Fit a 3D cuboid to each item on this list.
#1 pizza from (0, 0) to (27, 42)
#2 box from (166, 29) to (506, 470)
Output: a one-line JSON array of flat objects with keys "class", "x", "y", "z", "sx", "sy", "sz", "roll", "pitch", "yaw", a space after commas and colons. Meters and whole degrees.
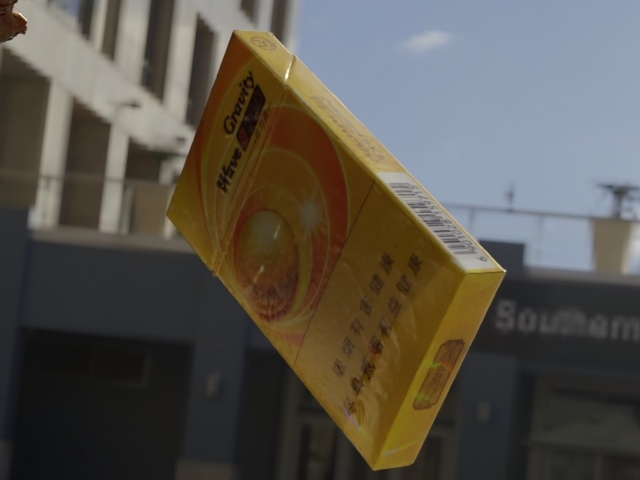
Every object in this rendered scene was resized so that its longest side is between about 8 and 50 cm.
[{"class": "pizza", "x": -0.293, "y": -0.135, "z": 0.956, "sx": 0.288, "sy": 0.074, "sz": 0.251, "roll": 21, "pitch": -30, "yaw": -10}, {"class": "box", "x": 0.000, "y": 0.000, "z": 1.108, "sx": 0.043, "sy": 0.152, "sz": 0.269, "roll": -1, "pitch": 37, "yaw": -38}]
